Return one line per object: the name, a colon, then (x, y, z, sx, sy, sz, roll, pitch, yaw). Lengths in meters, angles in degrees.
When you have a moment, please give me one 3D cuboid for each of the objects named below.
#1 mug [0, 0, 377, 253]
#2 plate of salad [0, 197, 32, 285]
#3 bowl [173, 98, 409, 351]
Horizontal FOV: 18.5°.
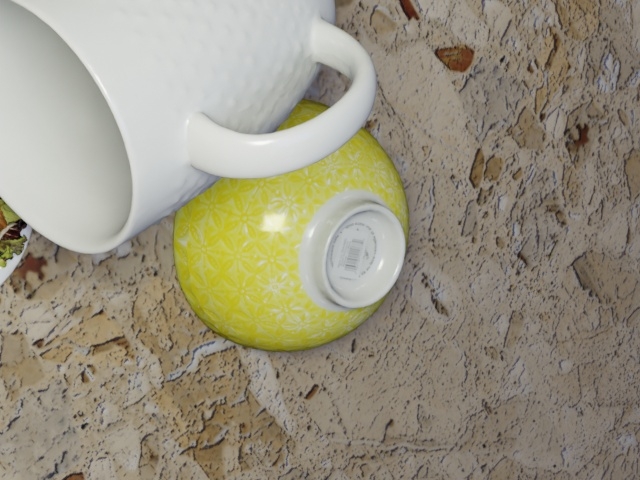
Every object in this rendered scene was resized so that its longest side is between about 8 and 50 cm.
mug: (-0.118, -0.166, 1.861, 0.328, 0.374, 0.276, -35, 137, -35)
plate of salad: (-0.362, -0.021, 1.919, 0.199, 0.048, 0.200, -12, 110, -36)
bowl: (0.000, 0.000, 2.144, 0.289, 0.156, 0.290, -13, 112, -35)
